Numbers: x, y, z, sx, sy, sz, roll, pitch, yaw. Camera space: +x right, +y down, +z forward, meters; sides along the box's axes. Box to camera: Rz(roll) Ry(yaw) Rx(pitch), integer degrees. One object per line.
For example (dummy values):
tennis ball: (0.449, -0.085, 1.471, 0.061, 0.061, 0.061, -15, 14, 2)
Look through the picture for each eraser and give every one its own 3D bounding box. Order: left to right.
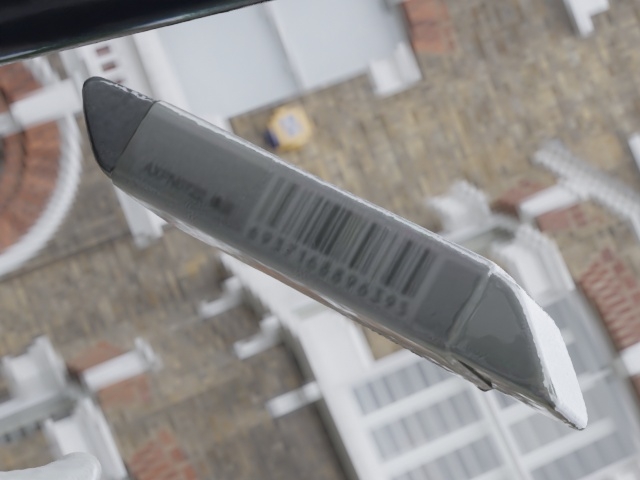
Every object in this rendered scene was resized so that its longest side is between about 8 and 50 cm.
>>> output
eraser: (0.000, 0.000, 0.958, 0.352, 0.061, 0.089, 26, -5, 29)

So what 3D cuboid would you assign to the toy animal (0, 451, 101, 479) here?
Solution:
toy animal: (-0.127, 0.194, 0.724, 0.174, 0.249, 0.289, -14, -57, 32)

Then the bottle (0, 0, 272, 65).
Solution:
bottle: (-0.028, -0.117, 0.591, 0.082, 0.244, 0.072, -76, 148, -43)
